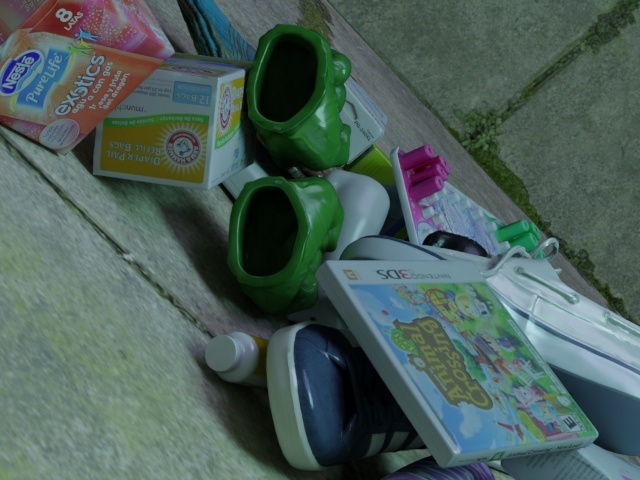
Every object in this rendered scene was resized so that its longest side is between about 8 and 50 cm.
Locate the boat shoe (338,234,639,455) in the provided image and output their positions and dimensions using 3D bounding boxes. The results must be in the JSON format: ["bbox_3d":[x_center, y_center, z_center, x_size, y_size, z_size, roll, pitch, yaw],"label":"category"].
[{"bbox_3d":[0.198,0.065,1.561,0.367,0.136,0.156,25,49,-1],"label":"boat shoe"}]

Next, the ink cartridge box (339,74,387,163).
[{"bbox_3d":[0.025,-0.163,1.947,0.109,0.063,0.150,50,10,-6],"label":"ink cartridge box"}]

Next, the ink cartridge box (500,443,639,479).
[{"bbox_3d":[0.352,0.309,1.430,0.330,0.071,0.324,41,5,34],"label":"ink cartridge box"}]

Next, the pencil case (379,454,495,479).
[{"bbox_3d":[0.098,0.238,1.398,0.086,0.088,0.206,12,1,20],"label":"pencil case"}]

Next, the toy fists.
[{"bbox_3d":[-0.024,-0.066,1.523,0.142,0.096,0.279,62,34,-78],"label":"toy fists"}]

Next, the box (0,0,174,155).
[{"bbox_3d":[-0.275,-0.242,1.377,0.154,0.142,0.300,29,24,-53],"label":"box"}]

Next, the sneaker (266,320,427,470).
[{"bbox_3d":[0.069,0.127,1.382,0.350,0.148,0.131,7,74,-69],"label":"sneaker"}]

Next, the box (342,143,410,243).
[{"bbox_3d":[0.087,-0.027,2.008,0.178,0.109,0.042,45,10,-18],"label":"box"}]

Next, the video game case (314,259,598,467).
[{"bbox_3d":[0.118,0.098,1.349,0.193,0.023,0.212,0,46,-44],"label":"video game case"}]

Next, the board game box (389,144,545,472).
[{"bbox_3d":[0.229,0.105,1.958,0.390,0.050,0.390,29,44,-57],"label":"board game box"}]

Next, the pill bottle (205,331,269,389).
[{"bbox_3d":[-0.063,0.101,1.329,0.043,0.043,0.083,56,15,25],"label":"pill bottle"}]

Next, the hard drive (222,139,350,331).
[{"bbox_3d":[0.000,0.000,1.797,0.353,0.047,0.233,51,13,8],"label":"hard drive"}]

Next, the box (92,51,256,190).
[{"bbox_3d":[-0.130,-0.117,1.486,0.114,0.103,0.203,8,11,9],"label":"box"}]

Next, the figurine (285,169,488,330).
[{"bbox_3d":[0.064,0.057,1.633,0.215,0.092,0.209,31,45,-15],"label":"figurine"}]

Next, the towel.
[{"bbox_3d":[-0.056,-0.160,1.857,0.271,0.040,0.370,45,9,-25],"label":"towel"}]
